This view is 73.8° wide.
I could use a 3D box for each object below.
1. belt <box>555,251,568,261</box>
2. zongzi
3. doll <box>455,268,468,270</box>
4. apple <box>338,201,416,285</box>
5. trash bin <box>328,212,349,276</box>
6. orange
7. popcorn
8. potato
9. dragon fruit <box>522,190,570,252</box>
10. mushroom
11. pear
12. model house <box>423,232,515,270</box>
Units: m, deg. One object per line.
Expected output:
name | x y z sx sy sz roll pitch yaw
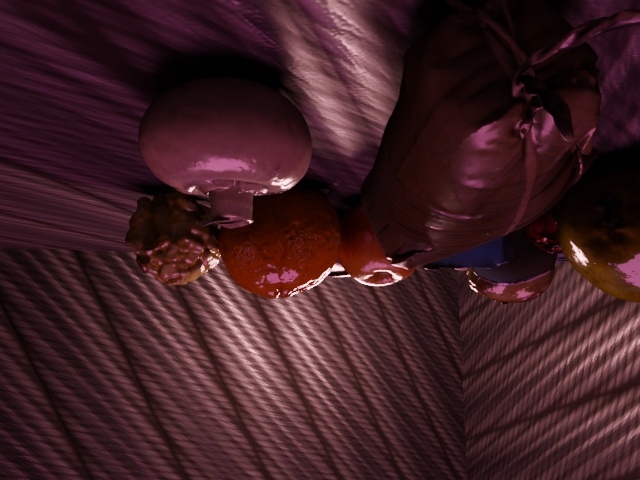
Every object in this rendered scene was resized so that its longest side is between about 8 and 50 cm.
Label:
belt | 0.809 -0.023 1.474 0.300 0.173 0.436 17 160 -37
zongzi | 0.302 -0.177 0.551 0.466 0.218 0.500 -25 164 -11
doll | 0.497 0.006 1.531 0.220 0.221 0.251 1 173 -10
apple | 0.179 0.011 1.314 0.285 0.233 0.286 0 149 0
trash bin | 0.000 0.000 1.472 0.219 0.220 0.250 -10 161 42
orange | -0.107 0.009 1.173 0.340 0.294 0.340 -7 169 -1
popcorn | -0.408 -0.016 1.196 0.237 0.293 0.293 -30 171 0
potato | 0.587 0.106 1.313 0.246 0.196 0.299 11 -141 36
dragon fruit | 0.660 -0.057 1.202 0.209 0.172 0.172 -42 -169 -24
mushroom | -0.135 -0.118 0.622 0.245 0.203 0.246 1 -177 0
pear | 0.738 -0.021 0.958 0.413 0.352 0.351 -7 177 -34
model house | 0.423 -0.036 1.242 0.237 0.216 0.303 -4 -179 21
